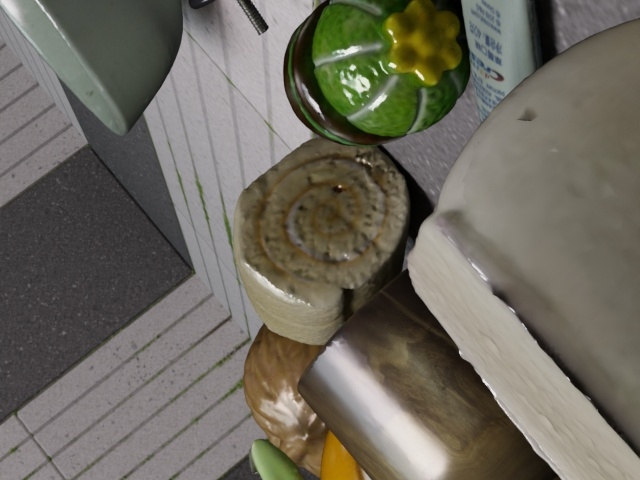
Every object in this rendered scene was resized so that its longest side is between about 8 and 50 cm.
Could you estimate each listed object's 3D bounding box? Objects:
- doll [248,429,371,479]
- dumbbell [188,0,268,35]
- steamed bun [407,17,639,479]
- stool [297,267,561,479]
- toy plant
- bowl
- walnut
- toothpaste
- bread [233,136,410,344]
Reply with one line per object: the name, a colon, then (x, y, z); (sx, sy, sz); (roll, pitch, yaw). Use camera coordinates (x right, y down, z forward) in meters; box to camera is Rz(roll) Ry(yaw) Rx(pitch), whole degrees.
doll: (0.069, 0.220, 1.031); (0.213, 0.236, 0.213); (-24, -90, -86)
dumbbell: (-0.080, -0.209, 0.849); (0.147, 0.069, 0.069); (55, 168, -18)
steamed bun: (0.159, 0.034, 0.422); (0.241, 0.164, 0.146); (49, 170, 8)
stool: (0.132, 0.147, 0.850); (0.264, 0.179, 0.179); (49, 169, 15)
toy plant: (0.033, -0.102, 0.688); (0.092, 0.093, 0.162); (53, 166, -8)
bowl: (-0.210, -0.248, 1.051); (0.289, 0.146, 0.289); (48, 169, 12)
walnut: (0.018, 0.145, 1.210); (0.213, 0.213, 0.213); (49, 168, 14)
toothpaste: (0.100, -0.080, 0.631); (0.062, 0.037, 0.216); (46, 164, 40)
bread: (0.000, 0.000, 0.984); (0.134, 0.148, 0.141); (33, 165, 10)
